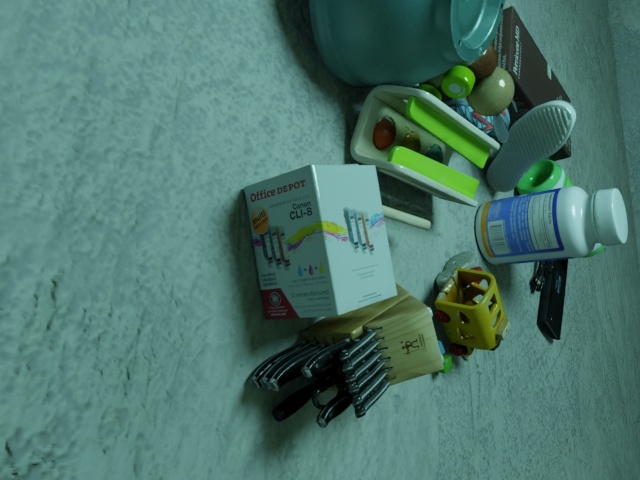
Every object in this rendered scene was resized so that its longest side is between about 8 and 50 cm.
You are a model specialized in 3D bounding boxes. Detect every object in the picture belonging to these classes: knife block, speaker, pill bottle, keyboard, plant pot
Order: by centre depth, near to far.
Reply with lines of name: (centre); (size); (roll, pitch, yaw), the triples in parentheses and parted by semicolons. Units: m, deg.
knife block: (0.030, 0.150, 0.692); (0.275, 0.242, 0.088); (-128, -157, -83)
plant pot: (0.151, -0.365, 0.743); (0.293, 0.196, 0.293); (-28, 129, -42)
pill bottle: (0.490, -0.033, 1.072); (0.152, 0.272, 0.152); (12, 74, -46)
speaker: (0.653, -0.081, 1.346); (0.296, 0.131, 0.131); (40, 55, -24)
keyboard: (0.633, 0.100, 1.387); (0.201, 0.033, 0.317); (48, 50, -32)

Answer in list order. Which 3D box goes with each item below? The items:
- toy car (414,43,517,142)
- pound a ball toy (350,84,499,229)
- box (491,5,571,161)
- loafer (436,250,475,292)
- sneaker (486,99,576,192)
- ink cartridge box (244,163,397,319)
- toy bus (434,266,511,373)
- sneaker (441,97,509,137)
toy car: (0.283, -0.268, 0.901); (0.188, 0.149, 0.155); (36, 66, -21)
pound a ball toy: (0.149, -0.122, 0.850); (0.319, 0.136, 0.208); (12, 99, -46)
box: (0.486, -0.358, 1.235); (0.381, 0.143, 0.191); (28, 63, -39)
loafer: (0.266, 0.066, 0.987); (0.125, 0.045, 0.039); (-37, 127, -38)
sneaker: (0.477, -0.238, 1.107); (0.102, 0.282, 0.161); (43, 66, 7)
ink cartridge box: (0.000, 0.000, 0.638); (0.127, 0.128, 0.176); (-8, 87, -48)
toy bus: (0.287, 0.148, 0.912); (0.202, 0.104, 0.190); (2, 95, -47)
sneaker: (0.299, -0.243, 1.050); (0.262, 0.104, 0.125); (12, 80, -36)
